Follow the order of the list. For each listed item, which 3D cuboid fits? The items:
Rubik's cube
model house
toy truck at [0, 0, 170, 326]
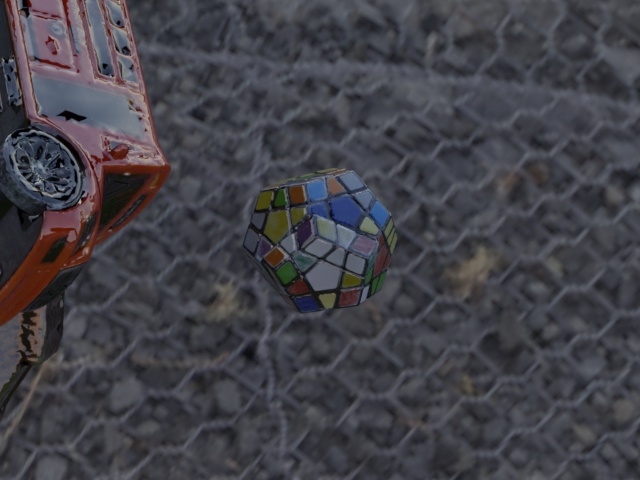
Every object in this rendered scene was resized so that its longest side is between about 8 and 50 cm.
[{"bbox_3d":[0.000,0.000,1.218,0.111,0.111,0.093,14,33,-14],"label":"Rubik's cube"},{"bbox_3d":[-0.218,0.047,1.129,0.106,0.165,0.152,37,95,-7],"label":"model house"},{"bbox_3d":[-0.152,-0.078,0.903,0.114,0.107,0.252,9,54,-39],"label":"toy truck"}]
